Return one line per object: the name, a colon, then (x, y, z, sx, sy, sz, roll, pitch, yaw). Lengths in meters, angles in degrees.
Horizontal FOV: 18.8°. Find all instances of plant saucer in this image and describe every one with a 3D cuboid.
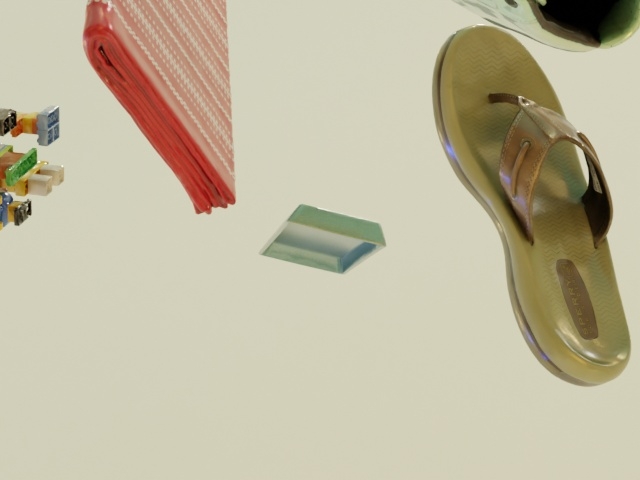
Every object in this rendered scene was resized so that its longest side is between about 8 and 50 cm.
plant saucer: (0.000, 0.000, 1.339, 0.067, 0.192, 0.018, 14, -99, -6)

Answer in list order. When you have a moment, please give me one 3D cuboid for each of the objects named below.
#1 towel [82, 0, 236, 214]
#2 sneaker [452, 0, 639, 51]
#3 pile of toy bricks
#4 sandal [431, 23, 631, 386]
towel: (-0.121, -0.171, 1.444, 0.031, 0.199, 0.275, -20, -137, 15)
sneaker: (0.056, -0.181, 0.938, 0.094, 0.256, 0.151, -57, -153, 3)
pile of toy bricks: (-0.316, -0.071, 1.747, 0.105, 0.118, 0.212, 7, -159, 12)
sandal: (0.183, -0.037, 1.503, 0.120, 0.086, 0.303, -10, -109, -33)
